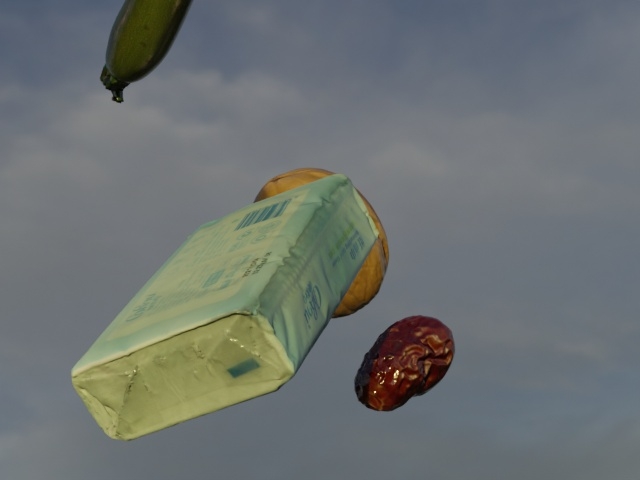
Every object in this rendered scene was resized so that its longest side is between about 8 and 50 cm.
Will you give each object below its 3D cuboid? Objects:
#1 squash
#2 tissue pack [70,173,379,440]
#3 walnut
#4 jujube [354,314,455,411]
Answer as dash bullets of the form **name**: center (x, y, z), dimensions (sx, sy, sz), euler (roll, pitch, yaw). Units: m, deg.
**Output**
- **squash**: center (-0.216, -0.287, 1.717), dimensions (0.087, 0.087, 0.331), euler (2, -36, -30)
- **tissue pack**: center (-0.069, 0.051, 1.104), dimensions (0.177, 0.089, 0.263), euler (-21, 18, 25)
- **walnut**: center (0.000, 0.000, 1.714), dimensions (0.165, 0.197, 0.165), euler (-28, 10, 5)
- **jujube**: center (0.079, 0.121, 1.300), dimensions (0.077, 0.077, 0.129), euler (-26, 8, 39)
